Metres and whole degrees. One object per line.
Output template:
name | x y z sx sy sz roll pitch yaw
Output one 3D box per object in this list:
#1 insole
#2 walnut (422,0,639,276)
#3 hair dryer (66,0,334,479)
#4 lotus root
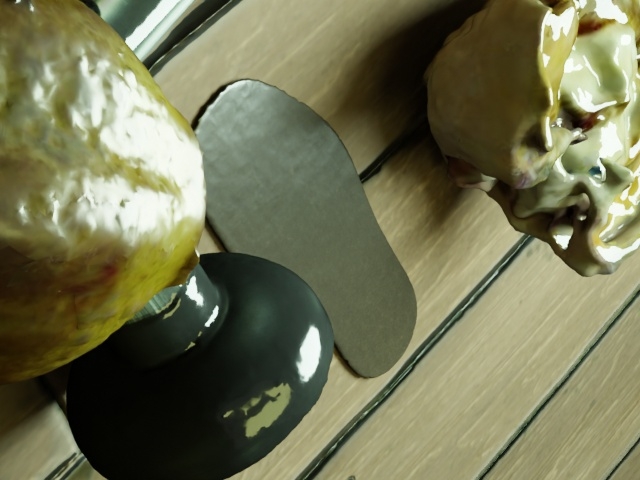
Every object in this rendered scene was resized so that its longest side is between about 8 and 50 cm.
insole | 0.000 0.000 1.001 0.111 0.007 0.328 -54 142 -14
walnut | 0.159 -0.102 1.038 0.238 0.141 0.204 41 65 -50
hair dryer | -0.057 -0.070 0.778 0.284 0.156 0.320 -35 126 -22
lotus root | -0.185 -0.038 0.579 0.291 0.193 0.193 9 103 -23
